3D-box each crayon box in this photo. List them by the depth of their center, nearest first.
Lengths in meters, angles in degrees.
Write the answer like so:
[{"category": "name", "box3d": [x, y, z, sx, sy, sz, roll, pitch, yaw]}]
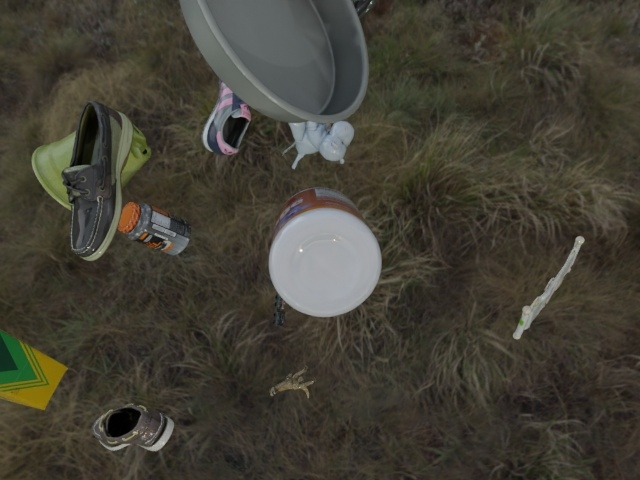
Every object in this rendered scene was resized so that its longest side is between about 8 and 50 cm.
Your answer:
[{"category": "crayon box", "box3d": [-0.761, 0.211, 0.964, 0.363, 0.313, 0.106, 4, 55, 23]}]

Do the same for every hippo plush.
[{"category": "hippo plush", "box3d": [0.001, -0.437, 2.011, 0.237, 0.234, 0.294, 28, 80, 31]}]

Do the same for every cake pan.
[{"category": "cake pan", "box3d": [-0.051, -0.275, 0.598, 0.054, 0.293, 0.293, -17, 52, 41]}]

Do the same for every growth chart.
[{"category": "growth chart", "box3d": [0.460, 0.100, 0.974, 0.021, 0.172, 0.237, 34, 67, 28]}]

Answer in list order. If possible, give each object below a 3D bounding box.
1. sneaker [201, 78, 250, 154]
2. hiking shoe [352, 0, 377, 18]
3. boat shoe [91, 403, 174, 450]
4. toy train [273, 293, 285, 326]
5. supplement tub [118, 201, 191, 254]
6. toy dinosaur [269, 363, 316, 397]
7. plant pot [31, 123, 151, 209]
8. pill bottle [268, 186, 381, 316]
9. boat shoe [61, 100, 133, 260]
[{"category": "sneaker", "box3d": [-0.225, -0.389, 1.355, 0.131, 0.112, 0.318, 24, 100, 42]}, {"category": "hiking shoe", "box3d": [0.070, -0.519, 0.878, 0.114, 0.226, 0.086, 3, 30, -43]}, {"category": "boat shoe", "box3d": [-0.522, 0.489, 1.283, 0.325, 0.096, 0.116, -13, 42, 39]}, {"category": "toy train", "box3d": [-0.116, 0.178, 1.443, 0.027, 0.036, 0.158, 6, 91, 48]}, {"category": "supplement tub", "box3d": [-0.496, -0.037, 1.446, 0.117, 0.190, 0.116, -21, 56, 36]}, {"category": "toy dinosaur", "box3d": [-0.061, 0.359, 1.222, 0.093, 0.183, 0.053, -38, 59, 17]}, {"category": "plant pot", "box3d": [-0.679, -0.253, 1.493, 0.254, 0.276, 0.276, -34, 63, 16]}, {"category": "pill bottle", "box3d": [0.000, 0.000, 0.603, 0.121, 0.216, 0.121, -1, 105, -3]}, {"category": "boat shoe", "box3d": [-0.321, -0.086, 0.670, 0.080, 0.073, 0.223, -2, 75, 27]}]
